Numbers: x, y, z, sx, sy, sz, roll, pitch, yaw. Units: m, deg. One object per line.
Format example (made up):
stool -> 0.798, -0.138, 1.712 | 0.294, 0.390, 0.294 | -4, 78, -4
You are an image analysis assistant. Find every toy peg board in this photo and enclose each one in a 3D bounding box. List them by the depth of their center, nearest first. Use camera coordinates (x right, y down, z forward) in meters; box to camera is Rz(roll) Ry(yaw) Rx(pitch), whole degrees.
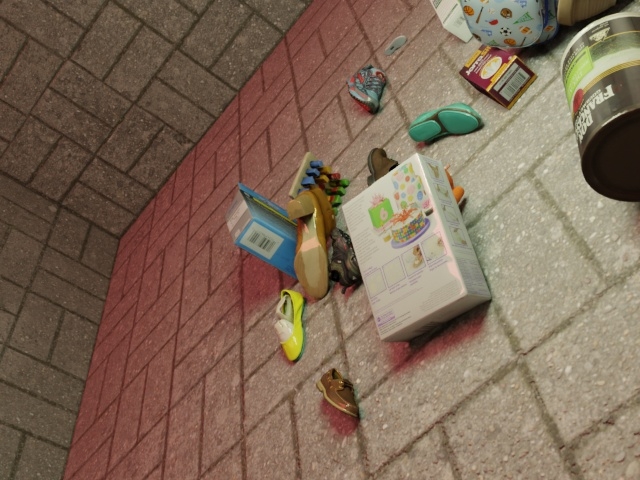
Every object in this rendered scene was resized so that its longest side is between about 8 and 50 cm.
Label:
toy peg board -> 0.006, -0.161, 2.128 | 0.079, 0.160, 0.161 | -2, 58, 42

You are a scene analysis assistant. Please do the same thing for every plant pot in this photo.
plant pot -> 0.607, -0.581, 1.534 | 0.109, 0.237, 0.237 | 20, 74, 20

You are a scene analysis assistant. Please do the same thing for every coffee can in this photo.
coffee can -> 0.533, -0.231, 1.207 | 0.201, 0.201, 0.275 | -36, 32, 37

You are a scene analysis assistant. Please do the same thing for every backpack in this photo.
backpack -> 0.458, -0.571, 1.647 | 0.276, 0.263, 0.213 | 17, 75, 34

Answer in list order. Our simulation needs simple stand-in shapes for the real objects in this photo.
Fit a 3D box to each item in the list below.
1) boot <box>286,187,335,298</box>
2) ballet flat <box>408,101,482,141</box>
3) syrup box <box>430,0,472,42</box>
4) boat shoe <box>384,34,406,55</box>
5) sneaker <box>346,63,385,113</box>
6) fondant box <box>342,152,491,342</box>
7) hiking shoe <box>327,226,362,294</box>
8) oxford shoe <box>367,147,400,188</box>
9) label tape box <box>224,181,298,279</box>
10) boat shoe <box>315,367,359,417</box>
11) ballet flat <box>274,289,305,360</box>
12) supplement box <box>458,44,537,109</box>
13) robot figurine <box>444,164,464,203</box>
boot -> -0.001, -0.001, 1.989 | 0.104, 0.295, 0.211 | -11, 6, 24
ballet flat -> 0.328, -0.318, 1.818 | 0.247, 0.083, 0.087 | -7, 40, 56
syrup box -> 0.401, -0.688, 2.076 | 0.093, 0.096, 0.237 | -51, 27, 30
boat shoe -> 0.256, -0.674, 2.409 | 0.100, 0.035, 0.035 | -37, 33, 48
sneaker -> 0.157, -0.515, 2.319 | 0.125, 0.104, 0.262 | -45, 28, 19
fondant box -> 0.193, 0.019, 1.490 | 0.238, 0.096, 0.330 | -35, 61, 38
hiking shoe -> 0.051, 0.049, 1.871 | 0.114, 0.086, 0.227 | -50, 25, 13
oxford shoe -> 0.183, -0.192, 1.948 | 0.096, 0.083, 0.227 | -21, 35, 16
label tape box -> -0.165, -0.034, 2.173 | 0.106, 0.240, 0.334 | -54, 24, 10
boat shoe -> 0.043, 0.337, 1.576 | 0.060, 0.064, 0.178 | -59, 23, 1
ballet flat -> -0.089, 0.224, 1.925 | 0.077, 0.077, 0.231 | -39, 31, 31
supplement box -> 0.432, -0.408, 1.730 | 0.104, 0.081, 0.188 | -51, 26, 13
robot figurine -> 0.242, -0.089, 1.647 | 0.158, 0.128, 0.219 | -44, 25, 60
